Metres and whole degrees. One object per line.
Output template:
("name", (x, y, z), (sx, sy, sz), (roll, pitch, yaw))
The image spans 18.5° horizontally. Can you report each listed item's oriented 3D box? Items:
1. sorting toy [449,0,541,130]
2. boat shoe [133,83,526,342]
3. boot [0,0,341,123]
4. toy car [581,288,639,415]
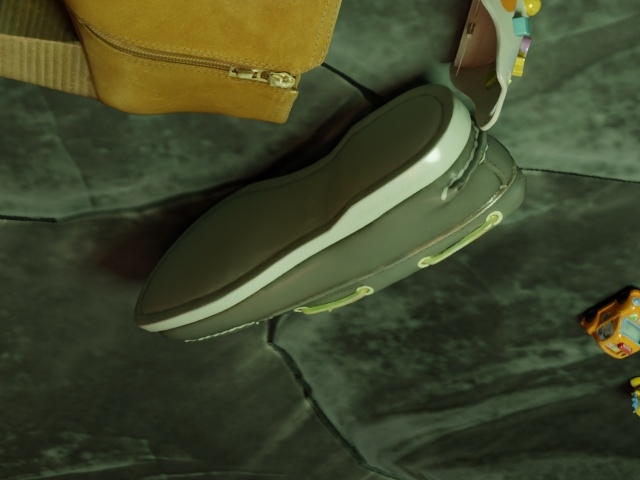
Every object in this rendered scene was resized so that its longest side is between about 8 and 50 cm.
("sorting toy", (0.107, -0.109, 1.202), (0.045, 0.075, 0.083), (10, 139, -3))
("boat shoe", (0.000, 0.003, 1.321), (0.305, 0.109, 0.091), (-29, 127, 34))
("boot", (-0.086, -0.181, 1.145), (0.211, 0.104, 0.295), (6, 144, -6))
("toy car", (0.236, 0.088, 1.431), (0.060, 0.040, 0.122), (-18, 132, 27))
